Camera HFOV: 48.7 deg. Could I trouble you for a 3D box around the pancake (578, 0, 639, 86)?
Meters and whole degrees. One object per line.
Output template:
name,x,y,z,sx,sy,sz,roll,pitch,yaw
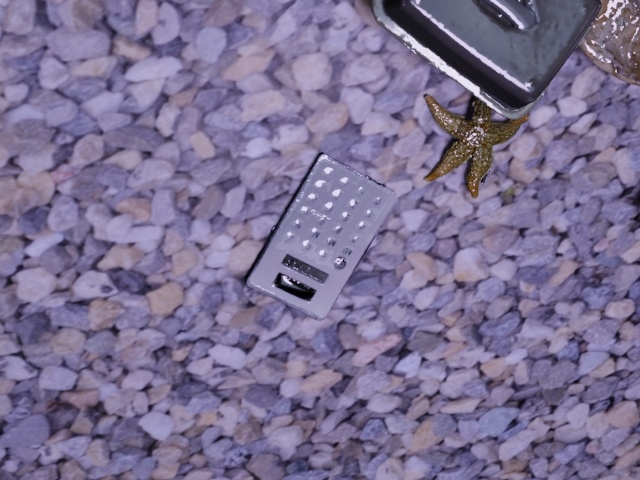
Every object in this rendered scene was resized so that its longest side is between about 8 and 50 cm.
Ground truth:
pancake,0.545,-0.425,1.095,0.386,0.082,0.387,-1,102,-7

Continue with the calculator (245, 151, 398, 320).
calculator,0.000,0.000,1.170,0.161,0.021,0.262,27,101,-17

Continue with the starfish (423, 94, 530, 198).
starfish,0.237,-0.180,1.145,0.175,0.053,0.208,29,95,-8

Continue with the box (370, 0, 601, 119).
box,0.235,-0.334,1.009,0.290,0.166,0.221,33,99,-11
